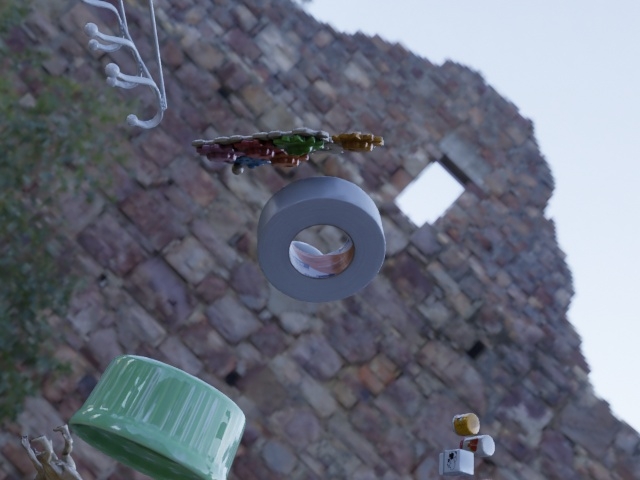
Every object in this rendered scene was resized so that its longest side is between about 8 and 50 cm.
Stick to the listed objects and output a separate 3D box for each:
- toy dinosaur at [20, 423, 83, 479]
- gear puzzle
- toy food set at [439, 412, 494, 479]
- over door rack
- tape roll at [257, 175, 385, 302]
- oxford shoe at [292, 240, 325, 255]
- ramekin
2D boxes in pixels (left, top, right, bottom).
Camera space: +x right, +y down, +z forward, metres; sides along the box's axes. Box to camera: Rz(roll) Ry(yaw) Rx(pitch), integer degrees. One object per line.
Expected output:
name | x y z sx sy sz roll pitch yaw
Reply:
toy dinosaur | -0.298 0.263 1.179 0.183 0.053 0.093 -13 -85 50
gear puzzle | -0.041 -0.150 1.757 0.338 0.044 0.175 -3 -8 30
toy food set | 0.249 0.440 1.879 0.111 0.232 0.104 23 -28 -39
over door rack | -0.312 -0.368 1.590 0.239 0.108 0.324 59 -31 36
tape roll | 0.000 0.000 1.763 0.219 0.219 0.072 52 19 -31
oxford shoe | -0.006 0.065 2.147 0.212 0.076 0.076 30 21 -43
ramekin | -0.282 0.330 1.840 0.303 0.148 0.303 21 -24 10
